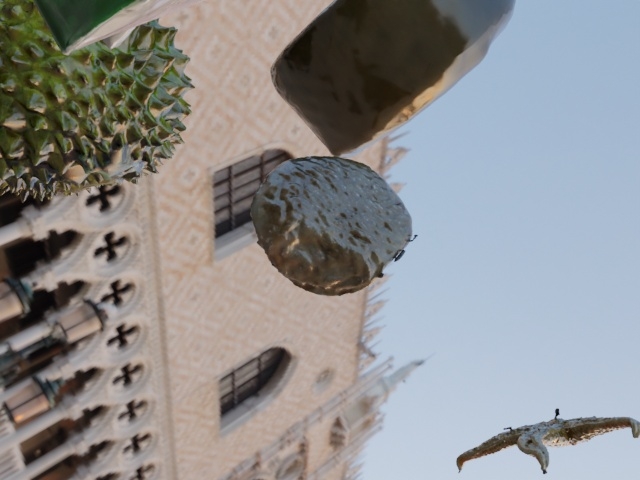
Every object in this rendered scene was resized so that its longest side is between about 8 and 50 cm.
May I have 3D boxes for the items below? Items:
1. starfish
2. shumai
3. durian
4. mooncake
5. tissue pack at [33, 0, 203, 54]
[{"bbox_3d":[0.274,0.243,0.964,0.050,0.138,0.247,69,-22,12],"label":"starfish"},{"bbox_3d":[0.001,-0.003,0.691,0.145,0.146,0.116,49,-38,16],"label":"shumai"},{"bbox_3d":[-0.257,-0.147,0.790,0.224,0.291,0.291,52,-36,23],"label":"durian"},{"bbox_3d":[0.084,-0.225,0.890,0.155,0.284,0.284,47,-34,-11],"label":"mooncake"},{"bbox_3d":[-0.129,-0.223,0.430,0.156,0.148,0.209,-11,-69,48],"label":"tissue pack"}]
